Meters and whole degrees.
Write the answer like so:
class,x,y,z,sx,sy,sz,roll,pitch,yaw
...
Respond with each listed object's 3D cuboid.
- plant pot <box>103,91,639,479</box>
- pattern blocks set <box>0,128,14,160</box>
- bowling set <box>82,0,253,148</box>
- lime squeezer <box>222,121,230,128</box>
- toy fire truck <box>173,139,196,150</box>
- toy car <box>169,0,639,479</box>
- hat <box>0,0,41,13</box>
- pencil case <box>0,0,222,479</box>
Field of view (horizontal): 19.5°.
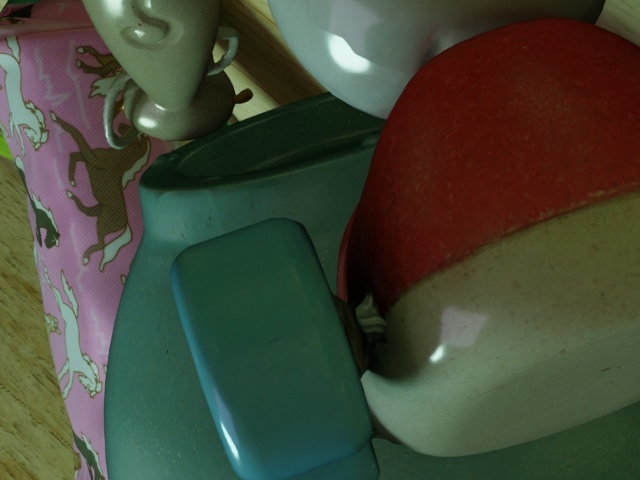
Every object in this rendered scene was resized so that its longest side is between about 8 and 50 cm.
class,x,y,z,sx,sy,sz,roll,pitch,yaw
plant pot,0.028,0.036,0.836,0.293,0.293,0.196,-159,51,-69
pattern blocks set,-0.222,-0.128,1.447,0.325,0.026,0.285,25,-158,-25
bowling set,-0.071,-0.144,0.775,0.154,0.287,0.200,85,-179,-67
lime squeezer,0.000,0.000,1.465,0.310,0.059,0.110,45,139,-7
toy fire truck,0.012,-0.005,1.077,0.217,0.158,0.246,32,154,54
toy car,0.047,-0.060,0.604,0.210,0.219,0.238,76,175,-76
hat,-0.167,-0.192,1.338,0.208,0.183,0.173,-4,-146,-43
pencil case,-0.117,0.029,1.204,0.167,0.160,0.386,-57,-44,-72
